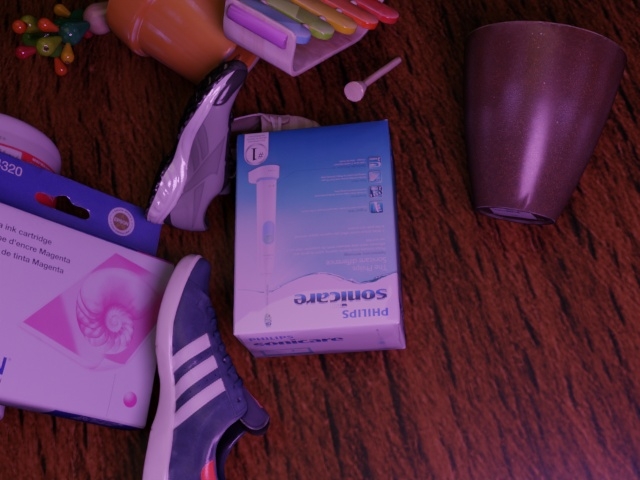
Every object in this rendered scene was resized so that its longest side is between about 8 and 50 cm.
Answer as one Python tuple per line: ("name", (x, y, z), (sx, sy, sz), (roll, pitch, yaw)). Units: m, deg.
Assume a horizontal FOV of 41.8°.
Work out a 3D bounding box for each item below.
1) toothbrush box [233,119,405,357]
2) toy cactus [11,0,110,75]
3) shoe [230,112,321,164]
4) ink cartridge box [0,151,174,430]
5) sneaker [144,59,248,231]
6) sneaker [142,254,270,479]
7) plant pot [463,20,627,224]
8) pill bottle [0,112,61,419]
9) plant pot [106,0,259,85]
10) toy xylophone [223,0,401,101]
("toothbrush box", (0.000, 0.000, 1.146), (0.216, 0.126, 0.295), (-6, 66, 8))
("toy cactus", (-0.391, -0.334, 1.346), (0.181, 0.219, 0.112), (-17, 105, 4))
("shoe", (-0.105, -0.149, 1.266), (0.219, 0.058, 0.076), (-9, 66, 7))
("ink cartridge box", (-0.351, 0.057, 1.101), (0.071, 0.324, 0.330), (-16, 60, 45))
("sneaker", (-0.161, -0.134, 1.206), (0.108, 0.100, 0.271), (21, 112, -15))
("sneaker", (-0.138, 0.189, 1.105), (0.148, 0.131, 0.350), (0, 73, 4))
("plant pot", (0.280, -0.144, 1.124), (0.215, 0.215, 0.230), (10, 84, 15))
("pill bottle", (-0.504, 0.040, 1.174), (0.229, 0.229, 0.407), (-3, 67, 10))
("plant pot", (-0.192, -0.336, 1.298), (0.205, 0.205, 0.188), (-44, 82, -8))
("toy xylophone", (0.005, -0.318, 1.235), (0.236, 0.081, 0.322), (27, 37, 6))
